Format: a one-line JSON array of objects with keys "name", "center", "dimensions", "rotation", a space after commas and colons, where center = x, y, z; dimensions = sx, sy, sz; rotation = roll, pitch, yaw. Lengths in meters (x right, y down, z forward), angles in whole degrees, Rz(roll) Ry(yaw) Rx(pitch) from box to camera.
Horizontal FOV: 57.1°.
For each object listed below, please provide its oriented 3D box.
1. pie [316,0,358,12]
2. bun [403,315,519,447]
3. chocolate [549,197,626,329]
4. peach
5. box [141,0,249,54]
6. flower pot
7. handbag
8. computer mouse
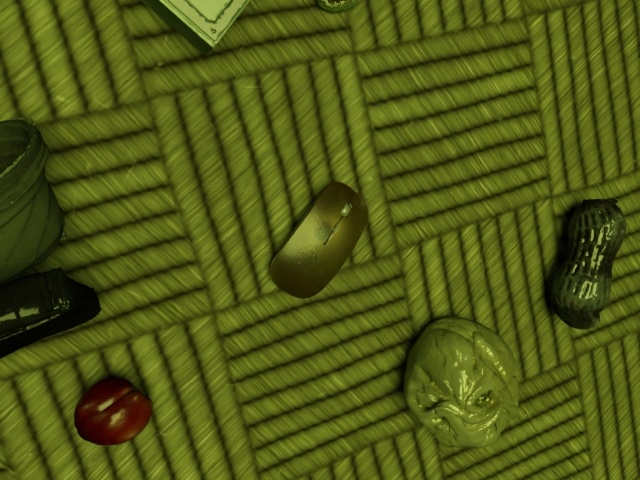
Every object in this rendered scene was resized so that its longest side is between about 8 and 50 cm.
[{"name": "pie", "center": [0.024, -0.391, 0.902], "dimensions": [0.084, 0.021, 0.084], "rotation": [-3, 99, -20]}, {"name": "bun", "center": [0.252, 0.252, 1.018], "dimensions": [0.229, 0.145, 0.229], "rotation": [-2, 98, -16]}, {"name": "chocolate", "center": [0.496, 0.042, 1.094], "dimensions": [0.110, 0.110, 0.248], "rotation": [15, 90, -21]}, {"name": "peach", "center": [-0.299, 0.250, 0.845], "dimensions": [0.100, 0.100, 0.101], "rotation": [-3, 99, -19]}, {"name": "box", "center": [-0.200, -0.380, 0.790], "dimensions": [0.225, 0.086, 0.129], "rotation": [38, 85, -21]}, {"name": "flower pot", "center": [-0.410, -0.032, 0.716], "dimensions": [0.235, 0.235, 0.141], "rotation": [-36, 130, -11]}, {"name": "handbag", "center": [-0.393, 0.096, 0.713], "dimensions": [0.223, 0.247, 0.080], "rotation": [-24, 88, -15]}, {"name": "computer mouse", "center": [0.000, 0.001, 0.940], "dimensions": [0.102, 0.045, 0.199], "rotation": [39, 85, -23]}]
